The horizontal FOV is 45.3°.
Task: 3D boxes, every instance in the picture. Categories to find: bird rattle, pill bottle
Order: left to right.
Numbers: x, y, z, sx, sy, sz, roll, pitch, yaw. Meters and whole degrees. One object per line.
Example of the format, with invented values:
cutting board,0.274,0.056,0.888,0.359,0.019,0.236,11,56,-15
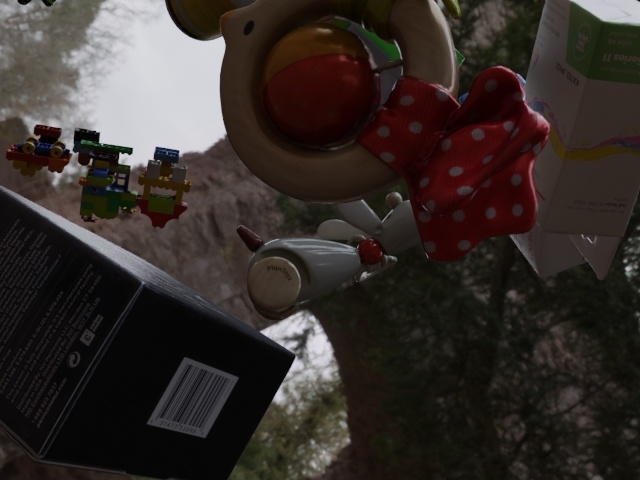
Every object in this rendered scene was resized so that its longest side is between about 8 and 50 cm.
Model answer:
pill bottle,-0.103,-0.315,0.940,0.184,0.103,0.103,-4,-72,47
bird rattle,0.034,-0.103,0.512,0.207,0.143,0.253,-16,-94,19

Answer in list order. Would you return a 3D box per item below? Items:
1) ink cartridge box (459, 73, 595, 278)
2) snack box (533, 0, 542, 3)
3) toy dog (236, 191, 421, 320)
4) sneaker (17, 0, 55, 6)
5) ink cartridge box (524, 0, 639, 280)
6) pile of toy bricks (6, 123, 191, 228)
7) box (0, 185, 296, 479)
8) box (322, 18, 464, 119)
ink cartridge box,0.488,-0.153,1.789,0.285,0.166,0.394,72,-5,-45
snack box,0.460,-0.603,1.669,0.141,0.037,0.100,53,-34,14
toy dog,0.000,0.000,1.244,0.160,0.334,0.220,61,-32,9
sneaker,-0.527,-0.506,1.530,0.188,0.067,0.078,-4,-91,17
ink cartridge box,0.352,-0.143,1.051,0.207,0.119,0.353,-97,-168,-61
pile of toy bricks,-0.272,-0.069,0.955,0.118,0.212,0.105,-111,-148,-66
box,-0.384,0.169,1.348,0.472,0.297,0.480,25,-8,32
box,0.086,-0.343,1.415,0.262,0.126,0.231,41,-27,-14
